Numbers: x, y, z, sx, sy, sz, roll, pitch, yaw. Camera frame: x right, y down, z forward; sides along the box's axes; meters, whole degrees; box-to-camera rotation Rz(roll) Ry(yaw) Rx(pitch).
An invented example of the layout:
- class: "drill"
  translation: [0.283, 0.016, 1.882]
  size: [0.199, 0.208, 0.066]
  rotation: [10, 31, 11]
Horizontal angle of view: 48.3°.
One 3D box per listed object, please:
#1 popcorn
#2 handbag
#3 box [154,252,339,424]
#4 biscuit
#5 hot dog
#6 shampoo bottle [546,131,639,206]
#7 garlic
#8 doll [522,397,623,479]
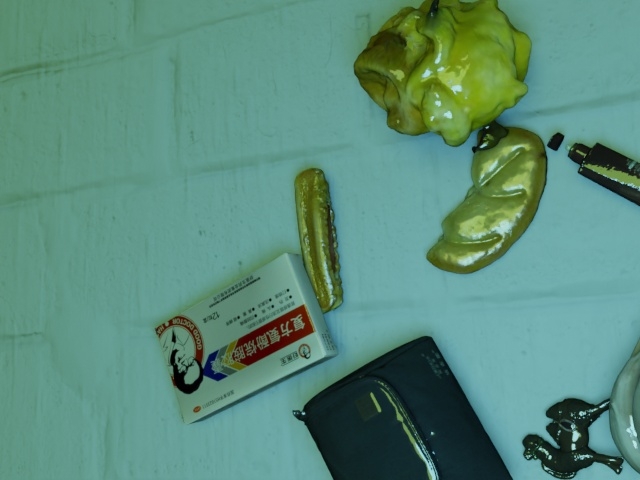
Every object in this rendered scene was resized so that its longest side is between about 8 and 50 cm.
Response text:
- class: "popcorn"
  translation: [0.214, -0.310, 1.273]
  size: [0.315, 0.281, 0.297]
  rotation: [-1, 52, 14]
- class: "handbag"
  translation: [0.133, 0.337, 1.189]
  size: [0.274, 0.178, 0.302]
  rotation: [-19, 68, -20]
- class: "box"
  translation: [-0.154, 0.196, 1.401]
  size: [0.353, 0.069, 0.214]
  rotation: [-31, 70, 24]
- class: "biscuit"
  translation: [0.318, -0.069, 1.313]
  size: [0.154, 0.045, 0.299]
  rotation: [22, 89, 21]
- class: "hot dog"
  translation: [-0.001, 0.000, 1.408]
  size: [0.083, 0.068, 0.289]
  rotation: [-15, 78, 41]
- class: "shampoo bottle"
  translation: [0.507, -0.119, 1.237]
  size: [0.236, 0.068, 0.067]
  rotation: [34, 95, 23]
- class: "garlic"
  translation: [0.549, 0.255, 1.062]
  size: [0.237, 0.210, 0.292]
  rotation: [-38, 82, -21]
- class: "doll"
  translation: [0.422, 0.329, 1.193]
  size: [0.165, 0.057, 0.139]
  rotation: [-5, 81, 25]
